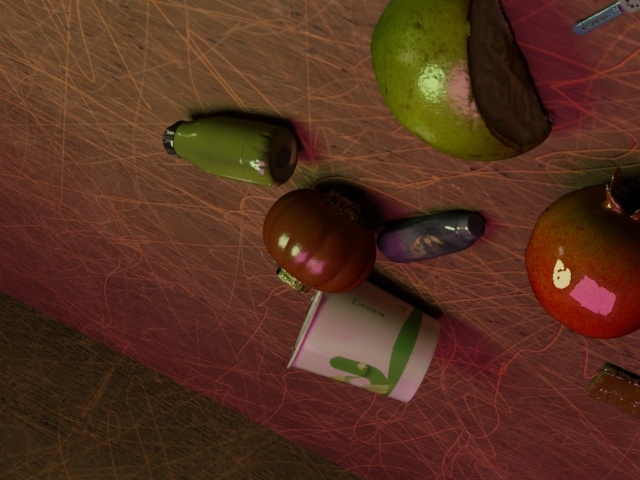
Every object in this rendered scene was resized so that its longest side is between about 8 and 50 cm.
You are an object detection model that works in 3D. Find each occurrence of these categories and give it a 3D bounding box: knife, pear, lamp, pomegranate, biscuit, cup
[{"bbox_3d":[0.333,-0.262,1.000,0.027,0.010,0.096,41,151,-17],"label":"knife"},{"bbox_3d":[0.149,-0.211,1.156,0.239,0.139,0.288,14,148,46],"label":"pear"},{"bbox_3d":[0.000,0.000,1.570,0.223,0.196,0.223,33,-169,-8],"label":"lamp"},{"bbox_3d":[0.402,0.012,1.186,0.221,0.221,0.256,25,126,12],"label":"pomegranate"},{"bbox_3d":[0.636,0.314,1.628,0.237,0.026,0.131,23,153,14],"label":"biscuit"},{"bbox_3d":[0.092,0.199,1.781,0.274,0.253,0.253,23,152,-1],"label":"cup"}]

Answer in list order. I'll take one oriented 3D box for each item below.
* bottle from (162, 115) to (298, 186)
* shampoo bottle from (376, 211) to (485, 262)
[{"bbox_3d":[-0.171,-0.169,1.550,0.260,0.112,0.112,13,147,31],"label":"bottle"},{"bbox_3d":[0.195,-0.006,1.518,0.087,0.049,0.234,41,151,-22],"label":"shampoo bottle"}]
